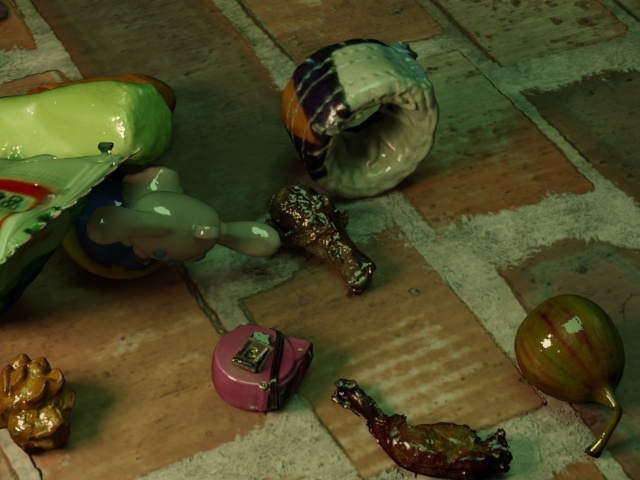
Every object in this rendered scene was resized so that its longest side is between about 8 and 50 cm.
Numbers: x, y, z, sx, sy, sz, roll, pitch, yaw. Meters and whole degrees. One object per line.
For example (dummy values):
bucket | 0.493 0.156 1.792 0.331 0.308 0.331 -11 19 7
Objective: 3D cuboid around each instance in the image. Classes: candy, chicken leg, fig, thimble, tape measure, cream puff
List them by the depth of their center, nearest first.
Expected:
cream puff | -0.362 0.207 1.642 0.116 0.122 0.094 -16 22 34
candy | -0.399 0.000 1.667 0.172 0.398 0.263 48 51 -22
chicken leg | 0.123 0.247 1.699 0.253 0.051 0.106 21 40 15
tape measure | -0.082 0.163 1.740 0.118 0.074 0.125 18 43 12
fig | 0.341 0.159 1.750 0.148 0.142 0.186 -38 42 -6
candy | -0.371 -0.143 1.835 0.344 0.142 0.132 -6 70 26
chicken leg | 0.004 -0.006 1.933 0.196 0.080 0.125 30 58 12
thimble | 0.066 -0.190 2.010 0.237 0.237 0.150 -12 46 -19

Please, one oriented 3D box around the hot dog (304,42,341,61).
hot dog | 0.044 -0.287 2.229 0.147 0.065 0.099 29 38 24

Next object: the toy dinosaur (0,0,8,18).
toy dinosaur | -0.586 -0.378 2.258 0.139 0.070 0.286 -7 43 -46

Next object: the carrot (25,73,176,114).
carrot | -0.319 -0.196 2.024 0.225 0.159 0.159 -30 55 -35

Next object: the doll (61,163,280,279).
doll | -0.214 -0.035 1.843 0.311 0.242 0.159 7 72 -30
